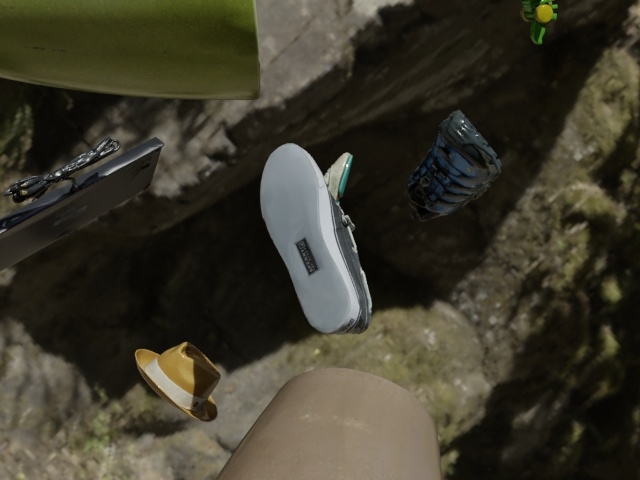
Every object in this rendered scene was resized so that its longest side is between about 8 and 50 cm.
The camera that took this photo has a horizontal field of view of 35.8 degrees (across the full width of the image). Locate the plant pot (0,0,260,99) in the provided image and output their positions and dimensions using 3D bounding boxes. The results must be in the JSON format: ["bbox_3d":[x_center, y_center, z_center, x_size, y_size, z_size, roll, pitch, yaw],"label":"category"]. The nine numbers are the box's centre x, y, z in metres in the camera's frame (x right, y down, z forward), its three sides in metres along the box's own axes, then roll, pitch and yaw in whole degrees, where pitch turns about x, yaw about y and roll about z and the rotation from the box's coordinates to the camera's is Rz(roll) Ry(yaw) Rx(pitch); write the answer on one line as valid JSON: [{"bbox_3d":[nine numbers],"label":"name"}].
[{"bbox_3d":[-0.222,-0.252,0.937,0.275,0.294,0.274,172,-90,-83],"label":"plant pot"}]

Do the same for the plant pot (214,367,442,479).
[{"bbox_3d":[0.002,0.235,0.815,0.263,0.263,0.229,45,42,-26],"label":"plant pot"}]

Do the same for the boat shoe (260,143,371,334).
[{"bbox_3d":[0.004,-0.002,1.493,0.105,0.113,0.306,14,47,-57],"label":"boat shoe"}]

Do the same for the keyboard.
[{"bbox_3d":[-0.347,-0.064,1.358,0.033,0.317,0.201,47,-34,11],"label":"keyboard"}]

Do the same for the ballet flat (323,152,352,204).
[{"bbox_3d":[0.013,-0.077,1.704,0.052,0.168,0.057,13,-10,5],"label":"ballet flat"}]

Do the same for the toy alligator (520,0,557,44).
[{"bbox_3d":[0.342,-0.407,1.564,0.056,0.051,0.189,-143,-145,-68],"label":"toy alligator"}]

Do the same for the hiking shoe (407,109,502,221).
[{"bbox_3d":[0.204,-0.100,1.570,0.113,0.132,0.304,52,-4,17],"label":"hiking shoe"}]

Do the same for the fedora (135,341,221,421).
[{"bbox_3d":[-0.236,0.234,1.742,0.194,0.079,0.194,41,5,-4],"label":"fedora"}]
